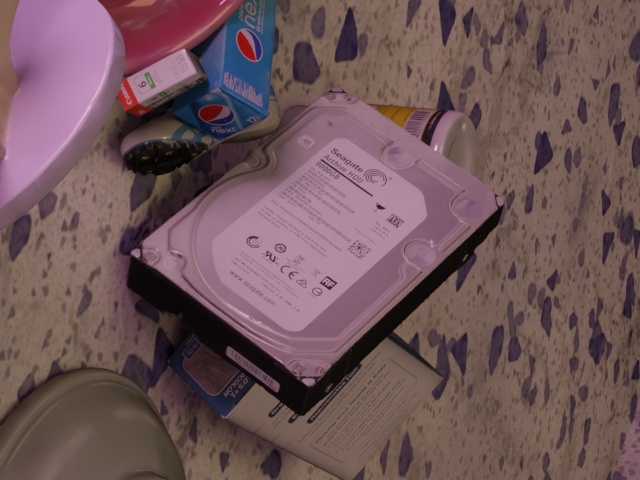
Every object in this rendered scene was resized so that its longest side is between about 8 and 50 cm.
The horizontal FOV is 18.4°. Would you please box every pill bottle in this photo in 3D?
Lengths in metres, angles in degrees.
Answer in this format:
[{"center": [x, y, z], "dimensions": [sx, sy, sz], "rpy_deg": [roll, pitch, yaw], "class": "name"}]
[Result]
[{"center": [0.061, -0.095, 2.217], "dimensions": [0.119, 0.208, 0.119], "rpy_deg": [-25, 119, -60], "class": "pill bottle"}]

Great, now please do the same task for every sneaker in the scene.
[{"center": [-0.128, -0.124, 1.992], "dimensions": [0.237, 0.085, 0.086], "rpy_deg": [-25, 90, -55], "class": "sneaker"}]

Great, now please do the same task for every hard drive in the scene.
[{"center": [0.000, 0.000, 2.014], "dimensions": [0.339, 0.237, 0.064], "rpy_deg": [-40, 158, -36], "class": "hard drive"}]

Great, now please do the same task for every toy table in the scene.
[{"center": [-0.293, -0.115, 1.486], "dimensions": [0.274, 0.252, 0.161], "rpy_deg": [-52, 151, -8], "class": "toy table"}]

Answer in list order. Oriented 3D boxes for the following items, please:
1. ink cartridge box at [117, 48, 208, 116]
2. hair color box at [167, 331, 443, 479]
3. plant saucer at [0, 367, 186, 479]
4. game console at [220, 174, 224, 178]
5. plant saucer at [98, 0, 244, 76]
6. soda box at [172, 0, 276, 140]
[{"center": [-0.165, -0.138, 1.846], "dimensions": [0.029, 0.115, 0.063], "rpy_deg": [62, 5, 5], "class": "ink cartridge box"}, {"center": [-0.009, 0.143, 2.184], "dimensions": [0.174, 0.105, 0.347], "rpy_deg": [-49, 151, 2], "class": "hair color box"}, {"center": [-0.213, 0.327, 1.903], "dimensions": [0.400, 0.101, 0.400], "rpy_deg": [-29, 123, -59], "class": "plant saucer"}, {"center": [-0.108, 0.025, 2.130], "dimensions": [0.124, 0.085, 0.144], "rpy_deg": [-38, 138, -12], "class": "game console"}, {"center": [-0.146, -0.303, 1.766], "dimensions": [0.332, 0.084, 0.332], "rpy_deg": [-39, 152, -25], "class": "plant saucer"}, {"center": [-0.092, -0.209, 1.952], "dimensions": [0.067, 0.071, 0.210], "rpy_deg": [30, 50, -36], "class": "soda box"}]
